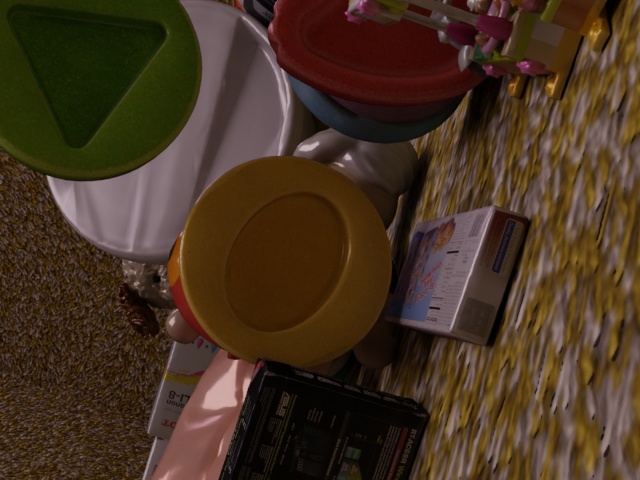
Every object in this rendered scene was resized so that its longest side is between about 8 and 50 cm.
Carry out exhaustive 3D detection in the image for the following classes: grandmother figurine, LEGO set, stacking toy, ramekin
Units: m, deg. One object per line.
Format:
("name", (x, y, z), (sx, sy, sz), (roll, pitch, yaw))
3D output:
("grandmother figurine", (-0.023, 0.056, 0.857), (0.342, 0.207, 0.104), (-64, -36, -26))
("LEGO set", (0.086, -0.150, 0.577), (0.287, 0.107, 0.132), (126, 161, -72))
("stacking toy", (-0.051, -0.097, 0.757), (0.309, 0.279, 0.130), (-59, 5, -16))
("ramekin", (-0.126, -0.093, 1.222), (0.127, 0.272, 0.273), (39, -115, -62))

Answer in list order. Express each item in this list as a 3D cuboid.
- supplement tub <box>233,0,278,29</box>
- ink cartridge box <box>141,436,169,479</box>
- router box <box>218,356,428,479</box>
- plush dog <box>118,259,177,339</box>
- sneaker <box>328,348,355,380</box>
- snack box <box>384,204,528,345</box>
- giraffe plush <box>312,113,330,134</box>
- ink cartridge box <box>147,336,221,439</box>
("supplement tub", (0.024, -0.315, 1.147), (0.338, 0.207, 0.207), (120, 166, -62))
("ink cartridge box", (-0.165, 0.281, 1.585), (0.063, 0.109, 0.151), (126, 161, -79))
("router box", (-0.007, 0.133, 0.657), (0.038, 0.092, 0.123), (-136, 64, -78))
("plush dog", (-0.153, 0.033, 1.642), (0.210, 0.225, 0.263), (-156, 83, -84))
("sneaker", (-0.014, 0.068, 1.023), (0.275, 0.107, 0.110), (-113, 7, -71))
("snack box", (0.068, 0.019, 0.654), (0.178, 0.022, 0.064), (165, 123, -83))
("giraffe plush", (-0.022, -0.106, 1.352), (0.210, 0.181, 0.171), (1, -57, -60))
("ink cartridge box", (-0.120, 0.155, 1.456), (0.127, 0.128, 0.176), (-149, 76, -84))
